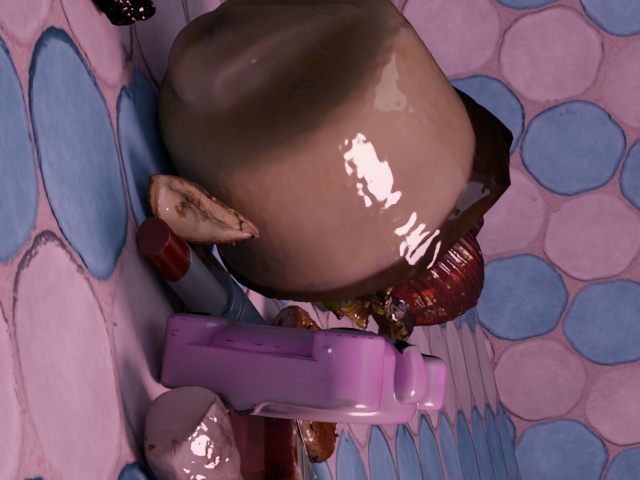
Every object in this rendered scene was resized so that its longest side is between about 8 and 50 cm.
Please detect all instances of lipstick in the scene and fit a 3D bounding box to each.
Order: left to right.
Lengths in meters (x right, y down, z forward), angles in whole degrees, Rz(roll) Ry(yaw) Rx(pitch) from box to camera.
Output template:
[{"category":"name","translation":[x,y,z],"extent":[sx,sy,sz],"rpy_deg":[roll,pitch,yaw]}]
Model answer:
[{"category":"lipstick","translation":[-0.110,0.063,1.786],"extent":[0.274,0.061,0.068],"rpy_deg":[55,49,-51]}]

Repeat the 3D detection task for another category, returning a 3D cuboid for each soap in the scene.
[{"category":"soap","translation":[-0.031,0.313,1.822],"extent":[0.218,0.098,0.273],"rpy_deg":[-87,162,-51]}]

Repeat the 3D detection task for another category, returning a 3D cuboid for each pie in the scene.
[{"category":"pie","translation":[-0.018,0.177,2.161],"extent":[0.195,0.046,0.195],"rpy_deg":[-9,90,-76]}]

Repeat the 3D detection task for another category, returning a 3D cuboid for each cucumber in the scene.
[{"category":"cucumber","translation":[-0.206,-0.253,1.677],"extent":[0.181,0.053,0.053],"rpy_deg":[52,28,-64]}]

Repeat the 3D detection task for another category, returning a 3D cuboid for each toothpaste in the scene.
[{"category":"toothpaste","translation":[-0.120,0.032,1.840],"extent":[0.216,0.037,0.062],"rpy_deg":[55,23,-47]}]

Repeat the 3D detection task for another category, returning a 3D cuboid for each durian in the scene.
[{"category":"durian","translation":[-0.120,-0.029,1.759],"extent":[0.130,0.066,0.052],"rpy_deg":[32,28,-24]}]

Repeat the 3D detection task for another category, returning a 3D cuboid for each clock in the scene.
[{"category":"clock","translation":[-0.007,0.124,1.709],"extent":[0.248,0.227,0.090],"rpy_deg":[12,84,-60]}]

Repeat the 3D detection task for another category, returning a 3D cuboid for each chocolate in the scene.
[{"category":"chocolate","translation":[-0.001,-0.135,1.866],"extent":[0.314,0.326,0.297],"rpy_deg":[29,-30,40]}]

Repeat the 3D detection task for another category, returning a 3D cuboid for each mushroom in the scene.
[{"category":"mushroom","translation":[-0.098,0.235,1.626],"extent":[0.092,0.081,0.223],"rpy_deg":[-113,-174,-59]}]

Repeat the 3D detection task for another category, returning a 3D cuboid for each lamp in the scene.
[{"category":"lamp","translation":[0.123,0.030,2.577],"extent":[0.247,0.247,0.247],"rpy_deg":[-12,90,-79]}]

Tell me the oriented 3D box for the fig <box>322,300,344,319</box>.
[{"category":"fig","translation":[0.003,0.022,2.310],"extent":[0.117,0.117,0.178],"rpy_deg":[-75,168,-66]}]

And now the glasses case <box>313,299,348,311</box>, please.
[{"category":"glasses case","translation":[0.000,0.000,2.447],"extent":[0.078,0.039,0.184],"rpy_deg":[49,31,-68]}]

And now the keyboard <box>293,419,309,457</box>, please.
[{"category":"keyboard","translation":[-0.028,0.270,2.058],"extent":[0.067,0.011,0.202],"rpy_deg":[-35,114,-54]}]
